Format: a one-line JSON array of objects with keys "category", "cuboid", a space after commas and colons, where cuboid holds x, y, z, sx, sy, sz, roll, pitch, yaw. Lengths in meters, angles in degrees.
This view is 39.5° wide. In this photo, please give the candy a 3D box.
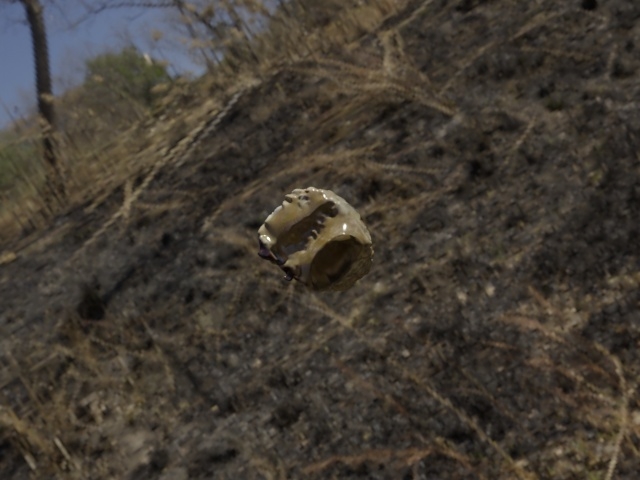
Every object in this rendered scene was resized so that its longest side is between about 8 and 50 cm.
[{"category": "candy", "cuboid": [0.000, 0.000, 0.772, 0.085, 0.095, 0.110, -44, -16, 6]}]
